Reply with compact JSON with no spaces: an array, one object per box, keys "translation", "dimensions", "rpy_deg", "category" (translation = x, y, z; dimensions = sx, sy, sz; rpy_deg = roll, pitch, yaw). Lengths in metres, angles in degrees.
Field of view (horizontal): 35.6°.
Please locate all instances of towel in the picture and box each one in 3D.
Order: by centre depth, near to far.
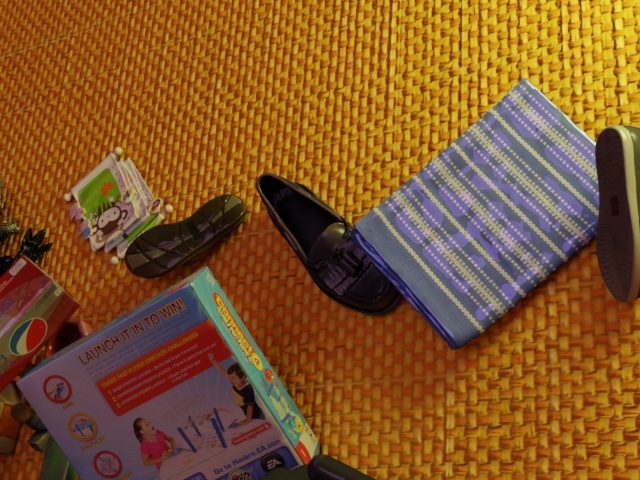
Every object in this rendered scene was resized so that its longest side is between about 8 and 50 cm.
[{"translation":[0.231,-0.041,1.356],"dimensions":[0.336,0.040,0.243],"rpy_deg":[-41,64,2],"category":"towel"}]

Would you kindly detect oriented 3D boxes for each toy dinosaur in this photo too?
[{"translation":[-0.627,0.029,1.850],"dimensions":[0.218,0.164,0.321],"rpy_deg":[-17,77,41],"category":"toy dinosaur"}]

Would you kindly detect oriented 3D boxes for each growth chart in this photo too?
[{"translation":[-0.370,-0.060,1.784],"dimensions":[0.172,0.021,0.237],"rpy_deg":[-47,51,5],"category":"growth chart"}]

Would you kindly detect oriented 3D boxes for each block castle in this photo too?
[{"translation":[-0.492,0.344,1.542],"dimensions":[0.303,0.213,0.453],"rpy_deg":[-2,67,31],"category":"block castle"}]

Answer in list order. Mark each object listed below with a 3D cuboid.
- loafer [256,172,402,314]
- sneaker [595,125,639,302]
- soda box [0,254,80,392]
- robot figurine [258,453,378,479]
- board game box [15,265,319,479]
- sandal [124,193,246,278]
[{"translation":[0.000,0.000,1.478],"dimensions":[0.109,0.095,0.302],"rpy_deg":[-48,52,2],"category":"loafer"},{"translation":[0.417,-0.034,1.252],"dimensions":[0.083,0.118,0.221],"rpy_deg":[-178,87,-72],"category":"sneaker"},{"translation":[-0.486,0.155,1.473],"dimensions":[0.083,0.092,0.263],"rpy_deg":[35,76,29],"category":"soda box"},{"translation":[0.022,0.382,1.227],"dimensions":[0.278,0.209,0.173],"rpy_deg":[18,67,33],"category":"robot figurine"},{"translation":[-0.210,0.241,1.386],"dimensions":[0.308,0.086,0.301],"rpy_deg":[-29,98,17],"category":"board game box"},{"translation":[-0.216,-0.001,1.642],"dimensions":[0.219,0.060,0.090],"rpy_deg":[-32,59,-3],"category":"sandal"}]
